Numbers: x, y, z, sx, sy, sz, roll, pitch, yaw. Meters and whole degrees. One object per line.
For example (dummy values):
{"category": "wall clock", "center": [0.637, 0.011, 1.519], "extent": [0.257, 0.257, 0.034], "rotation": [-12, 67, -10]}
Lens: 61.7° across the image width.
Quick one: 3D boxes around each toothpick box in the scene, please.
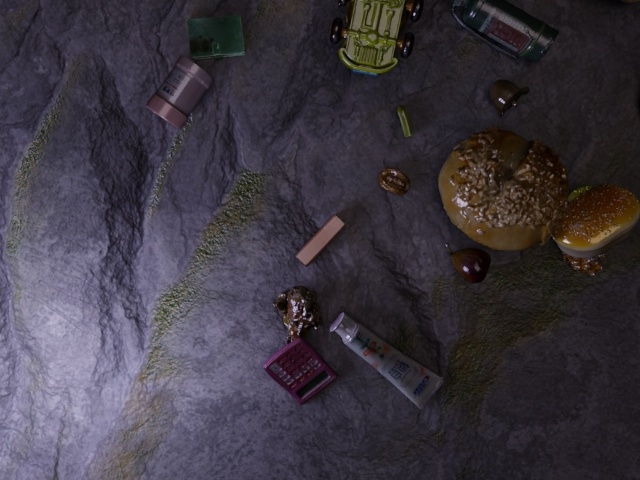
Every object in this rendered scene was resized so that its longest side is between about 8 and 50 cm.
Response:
{"category": "toothpick box", "center": [-0.340, -0.356, 1.298], "extent": [0.098, 0.098, 0.149], "rotation": [35, 90, -3]}

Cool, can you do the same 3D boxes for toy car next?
{"category": "toy car", "center": [0.131, -0.522, 1.289], "extent": [0.200, 0.142, 0.248], "rotation": [14, 101, -2]}

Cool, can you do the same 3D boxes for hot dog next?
{"category": "hot dog", "center": [0.188, -0.148, 1.357], "extent": [0.083, 0.035, 0.058], "rotation": [26, 87, -3]}

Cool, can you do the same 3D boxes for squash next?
{"category": "squash", "center": [0.214, -0.303, 1.357], "extent": [0.027, 0.027, 0.083], "rotation": [-15, 92, -2]}

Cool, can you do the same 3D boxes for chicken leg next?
{"category": "chicken leg", "center": [-0.053, 0.209, 1.347], "extent": [0.125, 0.080, 0.196], "rotation": [-5, 100, 8]}

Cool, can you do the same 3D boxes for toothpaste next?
{"category": "toothpaste", "center": [0.166, 0.301, 1.363], "extent": [0.323, 0.066, 0.100], "rotation": [38, 91, -8]}

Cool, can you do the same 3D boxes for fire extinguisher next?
{"category": "fire extinguisher", "center": [0.433, -0.547, 1.324], "extent": [0.294, 0.118, 0.093], "rotation": [28, 56, -3]}

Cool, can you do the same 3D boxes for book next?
{"category": "book", "center": [-0.260, -0.505, 1.336], "extent": [0.135, 0.017, 0.103], "rotation": [-5, 92, -2]}

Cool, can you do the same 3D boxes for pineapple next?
{"category": "pineapple", "center": [0.685, 0.035, 1.357], "extent": [0.114, 0.114, 0.077], "rotation": [44, 71, -7]}

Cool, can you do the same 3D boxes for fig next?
{"category": "fig", "center": [0.364, 0.052, 1.357], "extent": [0.125, 0.089, 0.089], "rotation": [26, 91, 22]}

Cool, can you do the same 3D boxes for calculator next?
{"category": "calculator", "center": [-0.048, 0.324, 1.336], "extent": [0.126, 0.034, 0.190], "rotation": [-36, 122, 1]}

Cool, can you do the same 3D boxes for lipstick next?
{"category": "lipstick", "center": [0.000, 0.000, 1.351], "extent": [0.045, 0.045, 0.145], "rotation": [44, 91, -1]}

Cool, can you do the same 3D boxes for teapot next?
{"category": "teapot", "center": [0.478, -0.367, 1.358], "extent": [0.110, 0.085, 0.080], "rotation": [-29, 68, -29]}

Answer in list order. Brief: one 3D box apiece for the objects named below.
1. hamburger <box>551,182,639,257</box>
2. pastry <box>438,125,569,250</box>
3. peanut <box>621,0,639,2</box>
{"category": "hamburger", "center": [0.667, -0.052, 1.318], "extent": [0.210, 0.173, 0.116], "rotation": [-31, 122, 2]}
{"category": "pastry", "center": [0.441, -0.124, 1.276], "extent": [0.315, 0.184, 0.284], "rotation": [36, 91, 8]}
{"category": "peanut", "center": [0.710, -0.673, 1.318], "extent": [0.253, 0.137, 0.122], "rotation": [15, 136, -2]}
